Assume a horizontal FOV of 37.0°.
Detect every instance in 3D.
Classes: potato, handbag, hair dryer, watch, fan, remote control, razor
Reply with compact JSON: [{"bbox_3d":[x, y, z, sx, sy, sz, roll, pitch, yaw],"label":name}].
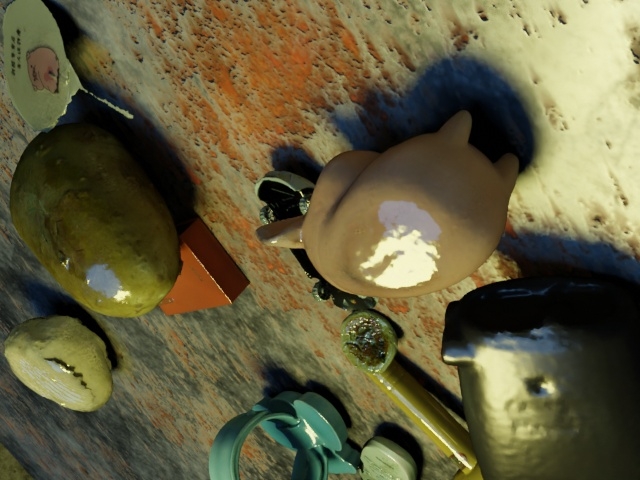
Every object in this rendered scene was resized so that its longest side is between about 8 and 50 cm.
[{"bbox_3d":[-0.298,-0.027,1.279,0.307,0.173,0.210,48,124,25],"label":"potato"},{"bbox_3d":[-0.204,0.042,1.395,0.190,0.063,0.127,-12,120,50],"label":"handbag"},{"bbox_3d":[0.163,0.239,1.212,0.278,0.090,0.135,44,150,9],"label":"hair dryer"},{"bbox_3d":[-0.062,0.342,1.471,0.211,0.193,0.211,31,147,23],"label":"watch"},{"bbox_3d":[-0.322,-0.200,1.187,0.310,0.010,0.182,28,122,39],"label":"fan"},{"bbox_3d":[0.103,0.362,1.456,0.097,0.045,0.256,32,150,19],"label":"remote control"},{"bbox_3d":[0.252,0.192,0.985,0.204,0.113,0.349,-6,127,24],"label":"razor"}]

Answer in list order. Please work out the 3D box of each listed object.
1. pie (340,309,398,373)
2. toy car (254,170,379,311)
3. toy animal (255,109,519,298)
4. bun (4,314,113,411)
[{"bbox_3d":[0.059,0.127,1.211,0.085,0.017,0.085,3,96,30],"label":"pie"},{"bbox_3d":[0.000,0.000,1.118,0.095,0.056,0.205,-12,116,53],"label":"toy car"},{"bbox_3d":[0.073,-0.017,0.924,0.166,0.154,0.250,42,152,-15],"label":"toy animal"},{"bbox_3d":[-0.504,0.233,1.886,0.239,0.141,0.239,24,145,18],"label":"bun"}]
